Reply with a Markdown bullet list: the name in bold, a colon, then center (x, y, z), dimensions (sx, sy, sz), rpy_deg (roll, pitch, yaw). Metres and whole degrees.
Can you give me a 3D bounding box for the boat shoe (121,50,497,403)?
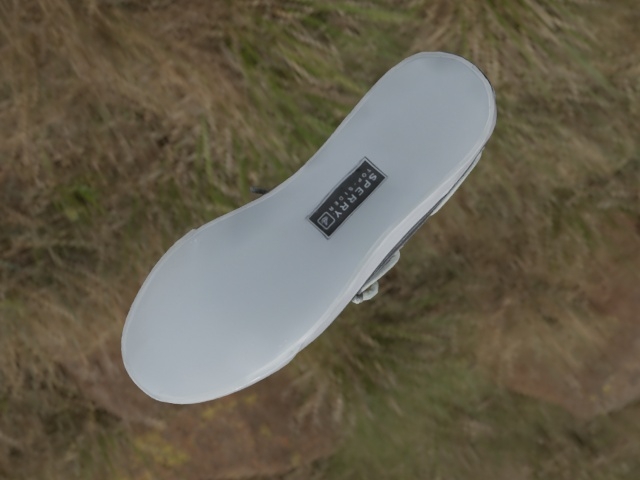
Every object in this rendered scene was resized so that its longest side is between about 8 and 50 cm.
- **boat shoe**: center (-0.003, -0.003, 0.956), dimensions (0.306, 0.113, 0.105), rpy_deg (-48, 166, 0)
